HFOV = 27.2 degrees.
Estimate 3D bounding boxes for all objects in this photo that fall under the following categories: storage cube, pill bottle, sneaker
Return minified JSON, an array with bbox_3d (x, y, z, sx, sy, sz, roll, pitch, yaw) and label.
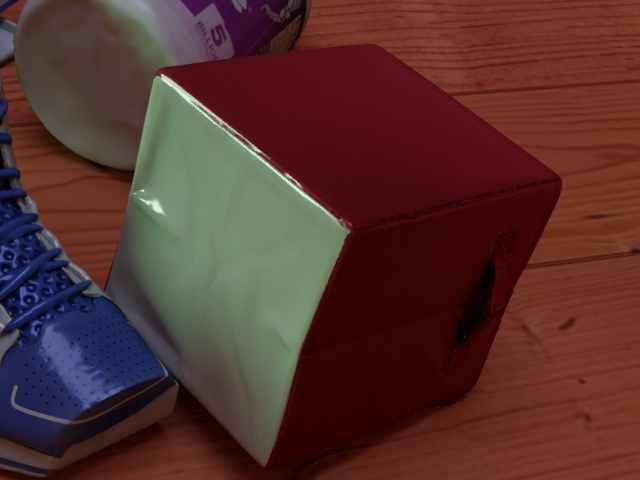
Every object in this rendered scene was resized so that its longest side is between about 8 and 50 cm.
[{"bbox_3d":[0.000,0.000,0.855,0.193,0.183,0.215,-14,44,-43],"label":"storage cube"},{"bbox_3d":[-0.109,-0.197,1.123,0.169,0.169,0.301,21,39,14],"label":"pill bottle"},{"bbox_3d":[-0.228,-0.006,0.836,0.127,0.182,0.315,-27,50,-37],"label":"sneaker"}]

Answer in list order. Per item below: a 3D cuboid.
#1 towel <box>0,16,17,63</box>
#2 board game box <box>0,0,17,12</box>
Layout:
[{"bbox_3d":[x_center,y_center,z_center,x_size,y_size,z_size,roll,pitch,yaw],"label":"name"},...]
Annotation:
[{"bbox_3d":[-0.342,-0.172,1.156,0.113,0.023,0.152,28,41,23],"label":"towel"},{"bbox_3d":[-0.437,-0.341,1.158,0.347,0.233,0.078,18,39,17],"label":"board game box"}]
